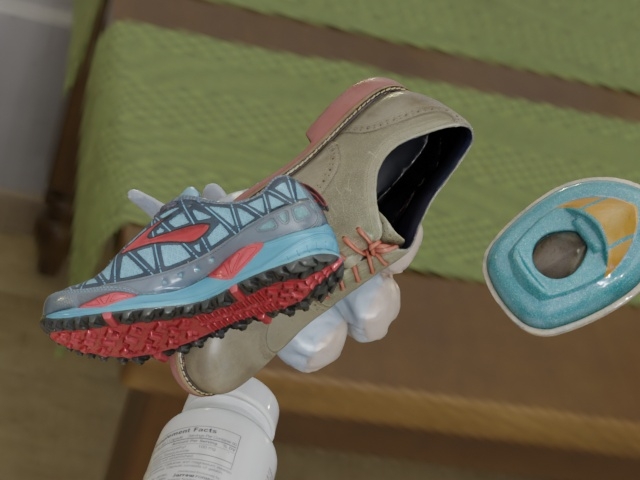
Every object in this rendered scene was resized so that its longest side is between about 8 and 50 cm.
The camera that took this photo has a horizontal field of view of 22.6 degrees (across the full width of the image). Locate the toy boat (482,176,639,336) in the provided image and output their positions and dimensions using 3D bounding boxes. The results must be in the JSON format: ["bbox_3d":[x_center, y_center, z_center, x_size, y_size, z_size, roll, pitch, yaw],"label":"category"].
[{"bbox_3d":[0.390,0.057,2.157,0.267,0.148,0.318,-37,70,-5],"label":"toy boat"}]

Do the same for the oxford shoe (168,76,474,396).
[{"bbox_3d":[0.000,0.000,1.414,0.130,0.348,0.123,23,-18,48],"label":"oxford shoe"}]

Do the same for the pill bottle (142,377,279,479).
[{"bbox_3d":[-0.116,0.249,1.675,0.131,0.131,0.229,19,40,-2],"label":"pill bottle"}]

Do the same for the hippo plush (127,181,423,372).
[{"bbox_3d":[-0.048,0.030,1.762,0.294,0.236,0.234,-17,88,-13],"label":"hippo plush"}]

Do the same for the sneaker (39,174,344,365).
[{"bbox_3d":[-0.112,0.021,1.358,0.262,0.104,0.125,-16,59,5],"label":"sneaker"}]
